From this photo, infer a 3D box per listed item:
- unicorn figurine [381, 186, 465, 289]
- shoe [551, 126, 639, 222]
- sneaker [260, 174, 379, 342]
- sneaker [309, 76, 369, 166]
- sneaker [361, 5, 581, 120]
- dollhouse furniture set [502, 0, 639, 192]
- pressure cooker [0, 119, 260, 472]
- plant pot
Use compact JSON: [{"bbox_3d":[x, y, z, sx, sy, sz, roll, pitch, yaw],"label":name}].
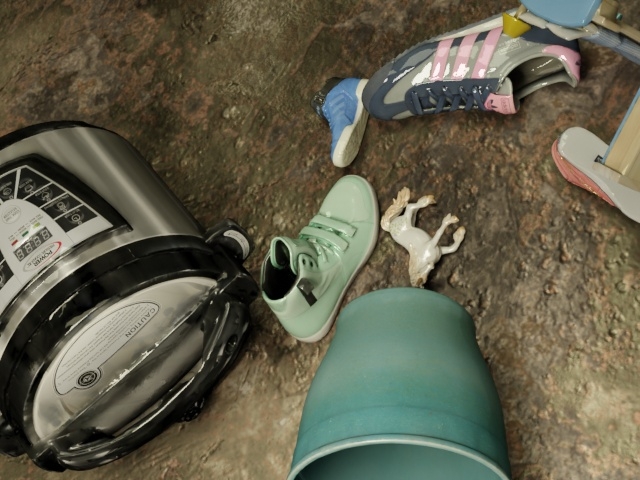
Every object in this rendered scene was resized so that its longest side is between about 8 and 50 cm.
[{"bbox_3d":[0.142,0.001,1.798,0.111,0.060,0.162,-44,42,-2],"label":"unicorn figurine"},{"bbox_3d":[0.385,-0.084,1.735,0.178,0.081,0.063,39,87,1],"label":"shoe"},{"bbox_3d":[0.000,0.001,1.793,0.094,0.151,0.256,11,69,27],"label":"sneaker"},{"bbox_3d":[0.021,-0.178,1.922,0.084,0.058,0.152,10,66,19],"label":"sneaker"},{"bbox_3d":[0.214,-0.225,1.838,0.319,0.112,0.131,-23,57,12],"label":"sneaker"},{"bbox_3d":[0.400,-0.193,1.716,0.303,0.286,0.198,39,107,48],"label":"dollhouse furniture set"},{"bbox_3d":[-0.299,0.085,1.752,0.420,0.375,0.370,49,132,31],"label":"pressure cooker"},{"bbox_3d":[0.102,0.207,1.604,0.271,0.272,0.255,-9,49,18],"label":"plant pot"}]
